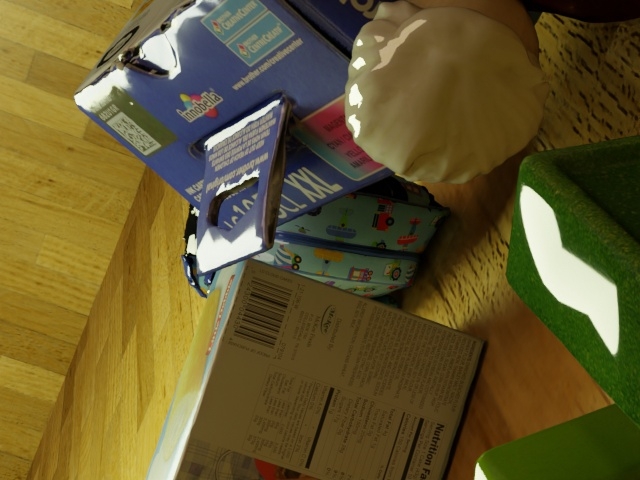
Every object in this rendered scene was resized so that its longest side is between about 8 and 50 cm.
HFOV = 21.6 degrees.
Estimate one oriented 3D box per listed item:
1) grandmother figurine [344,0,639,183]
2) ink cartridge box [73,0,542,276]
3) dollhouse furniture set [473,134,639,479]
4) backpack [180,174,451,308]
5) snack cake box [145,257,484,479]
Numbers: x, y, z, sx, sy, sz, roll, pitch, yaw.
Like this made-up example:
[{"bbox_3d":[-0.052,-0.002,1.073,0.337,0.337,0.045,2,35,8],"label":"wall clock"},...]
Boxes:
[{"bbox_3d":[0.117,-0.173,0.783,0.342,0.208,0.104,-60,-27,-18],"label":"grandmother figurine"},{"bbox_3d":[0.023,-0.164,0.951,0.395,0.151,0.270,-55,15,-24],"label":"ink cartridge box"},{"bbox_3d":[0.169,0.116,0.418,0.301,0.151,0.197,-126,34,-55],"label":"dollhouse furniture set"},{"bbox_3d":[0.000,0.000,1.136,0.173,0.158,0.117,9,88,66],"label":"backpack"},{"bbox_3d":[-0.023,0.157,0.971,0.089,0.152,0.264,171,118,-75],"label":"snack cake box"}]
